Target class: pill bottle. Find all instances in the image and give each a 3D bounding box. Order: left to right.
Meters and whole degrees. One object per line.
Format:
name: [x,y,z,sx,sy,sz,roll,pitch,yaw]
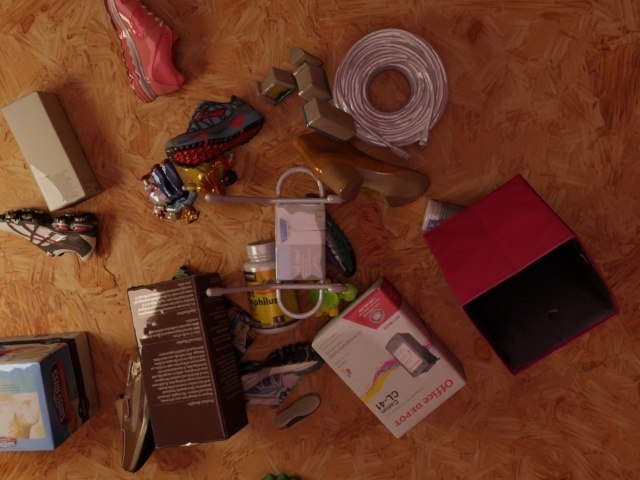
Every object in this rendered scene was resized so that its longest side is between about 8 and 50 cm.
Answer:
pill bottle: [-0.120,0.108,1.505,0.117,0.117,0.215,-8,98,9]
pill bottle: [0.309,-0.044,1.442,0.137,0.078,0.078,14,101,6]

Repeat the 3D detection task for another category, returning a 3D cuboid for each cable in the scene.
cable: [0.159,-0.338,1.409,0.257,0.089,0.257,26,102,4]

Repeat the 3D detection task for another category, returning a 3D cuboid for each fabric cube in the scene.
fabric cube: [0.412,0.068,1.314,0.259,0.258,0.254,-34,121,12]

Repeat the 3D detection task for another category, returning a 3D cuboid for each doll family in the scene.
doll family: [-0.318,-0.131,1.491,0.263,0.118,0.163,-32,94,11]

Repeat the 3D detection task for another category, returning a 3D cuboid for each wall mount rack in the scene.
wall mount rack: [-0.093,0.007,1.381,0.304,0.130,0.350,-1,91,-3]

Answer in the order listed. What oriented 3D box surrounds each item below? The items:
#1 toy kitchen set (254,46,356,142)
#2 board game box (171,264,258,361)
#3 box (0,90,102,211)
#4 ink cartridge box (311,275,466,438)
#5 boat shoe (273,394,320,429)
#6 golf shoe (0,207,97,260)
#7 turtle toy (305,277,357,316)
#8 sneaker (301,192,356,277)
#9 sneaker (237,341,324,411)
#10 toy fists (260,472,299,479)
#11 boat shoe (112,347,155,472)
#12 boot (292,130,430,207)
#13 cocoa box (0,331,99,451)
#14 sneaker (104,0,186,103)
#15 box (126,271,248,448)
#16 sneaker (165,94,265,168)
toy kitchen set: [-0.039,-0.297,1.398,0.166,0.122,0.207,-32,59,34]
board game box: [-0.284,0.193,1.588,0.259,0.030,0.136,36,104,1]
box: [-0.656,-0.218,1.535,0.113,0.094,0.275,-21,96,10]
ink cartridge box: [0.163,0.274,1.490,0.226,0.131,0.306,-42,91,12]
boat shoe: [-0.054,0.440,1.592,0.137,0.049,0.043,-34,136,9]
golf shoe: [-0.698,-0.015,1.573,0.272,0.105,0.120,7,107,7]
turtle toy: [0.027,0.130,1.507,0.130,0.066,0.095,-7,101,37]
sneaker: [0.000,0.000,1.503,0.098,0.083,0.224,-31,88,29]
sneaker: [-0.107,0.347,1.562,0.283,0.110,0.122,-21,105,19]
toy fists: [-0.056,0.716,1.611,0.279,0.096,0.142,41,101,1]
boat shoe: [-0.465,0.426,1.614,0.119,0.122,0.324,15,93,10]
boot: [0.096,-0.177,1.426,0.211,0.295,0.104,54,130,35]
cocoa box: [-0.786,0.382,1.584,0.347,0.228,0.232,-4,99,8]
sneaker: [-0.403,-0.489,1.462,0.136,0.116,0.314,-15,104,0]
box: [-0.312,0.278,1.484,0.191,0.143,0.382,-12,86,17]
sneaker: [-0.258,-0.255,1.426,0.125,0.262,0.104,50,140,10]
